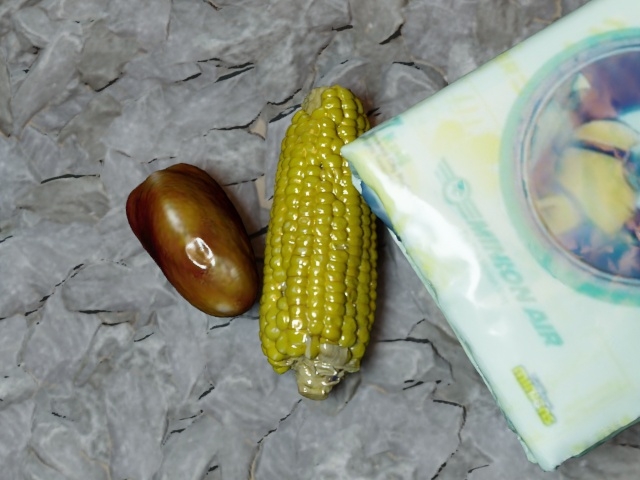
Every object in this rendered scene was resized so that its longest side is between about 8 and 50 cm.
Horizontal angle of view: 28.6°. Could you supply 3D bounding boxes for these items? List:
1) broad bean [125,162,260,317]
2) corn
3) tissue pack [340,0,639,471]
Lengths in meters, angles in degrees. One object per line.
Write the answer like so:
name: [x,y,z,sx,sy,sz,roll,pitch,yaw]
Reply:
broad bean: [-0.102,0.000,1.035,0.084,0.114,0.165,-43,32,3]
corn: [0.000,0.000,1.032,0.097,0.097,0.261,0,75,11]
tissue pack: [0.253,-0.043,0.938,0.388,0.162,0.287,-32,86,0]
